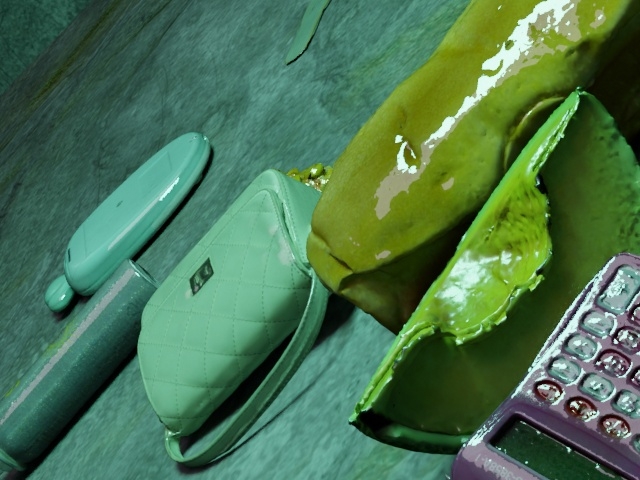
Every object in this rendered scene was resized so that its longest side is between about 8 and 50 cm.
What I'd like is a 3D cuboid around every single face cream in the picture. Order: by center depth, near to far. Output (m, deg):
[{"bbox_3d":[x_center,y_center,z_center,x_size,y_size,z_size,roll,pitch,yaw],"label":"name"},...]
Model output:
[{"bbox_3d":[-0.274,0.146,1.919,0.283,0.073,0.073,-49,20,1],"label":"face cream"}]

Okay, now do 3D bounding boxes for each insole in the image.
[{"bbox_3d":[-0.008,-0.286,2.244,0.064,0.004,0.188,-32,26,42],"label":"insole"}]

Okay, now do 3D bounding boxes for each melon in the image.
[{"bbox_3d":[0.135,0.049,1.193,0.265,0.129,0.169,-56,0,-9],"label":"melon"}]

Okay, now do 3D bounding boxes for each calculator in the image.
[{"bbox_3d":[0.176,0.100,1.059,0.126,0.034,0.190,28,72,40],"label":"calculator"},{"bbox_3d":[-0.245,-0.023,2.207,0.295,0.042,0.184,-45,20,8],"label":"calculator"}]

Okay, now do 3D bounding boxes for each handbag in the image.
[{"bbox_3d":[-0.075,0.078,1.598,0.256,0.079,0.219,-48,32,28],"label":"handbag"}]

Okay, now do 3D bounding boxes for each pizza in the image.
[{"bbox_3d":[-0.029,-0.035,1.782,0.131,0.041,0.178,-31,27,37],"label":"pizza"}]

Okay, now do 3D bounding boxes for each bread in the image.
[{"bbox_3d":[0.129,-0.082,1.378,0.344,0.149,0.195,-47,19,5],"label":"bread"}]
